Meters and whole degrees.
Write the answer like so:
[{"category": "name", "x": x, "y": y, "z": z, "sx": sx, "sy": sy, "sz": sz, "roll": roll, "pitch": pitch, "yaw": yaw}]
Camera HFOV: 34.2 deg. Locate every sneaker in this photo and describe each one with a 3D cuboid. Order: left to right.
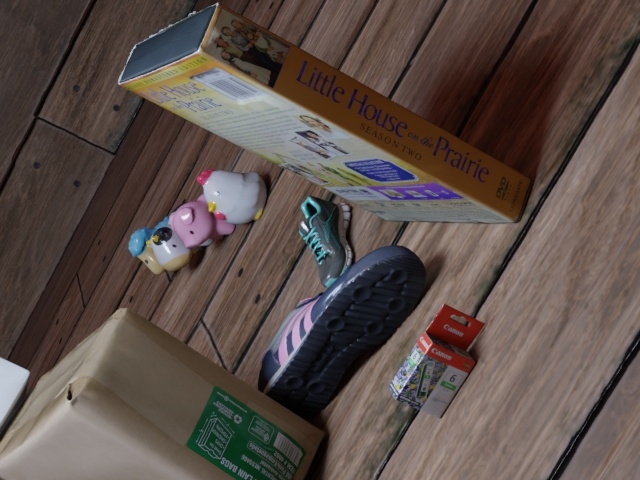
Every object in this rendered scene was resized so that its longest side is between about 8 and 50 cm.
[{"category": "sneaker", "x": 0.000, "y": 0.000, "z": 1.507, "sx": 0.065, "sy": 0.076, "sz": 0.166, "roll": -48, "pitch": 29, "yaw": 34}, {"category": "sneaker", "x": 0.012, "y": 0.096, "z": 1.348, "sx": 0.319, "sy": 0.112, "sz": 0.131, "roll": -49, "pitch": 31, "yaw": 28}]

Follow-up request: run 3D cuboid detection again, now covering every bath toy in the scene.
[{"category": "bath toy", "x": -0.235, "y": -0.039, "z": 1.952, "sx": 0.348, "sy": 0.129, "sz": 0.151, "roll": -30, "pitch": 41, "yaw": 50}]

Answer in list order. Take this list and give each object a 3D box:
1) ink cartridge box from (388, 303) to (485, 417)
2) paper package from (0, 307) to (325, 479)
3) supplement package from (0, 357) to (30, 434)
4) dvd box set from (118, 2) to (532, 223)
[{"category": "ink cartridge box", "x": 0.131, "y": 0.132, "z": 1.133, "sx": 0.115, "sy": 0.063, "sz": 0.029, "roll": -59, "pitch": 24, "yaw": 12}, {"category": "paper package", "x": -0.216, "y": 0.274, "z": 1.345, "sx": 0.309, "sy": 0.325, "sz": 0.168, "roll": -37, "pitch": 22, "yaw": 47}, {"category": "supplement package", "x": -0.514, "y": 0.260, "z": 1.482, "sx": 0.134, "sy": 0.139, "sz": 0.244, "roll": -66, "pitch": 5, "yaw": -35}, {"category": "dvd box set", "x": -0.004, "y": -0.130, "z": 1.224, "sx": 0.307, "sy": 0.420, "sz": 0.062, "roll": 2, "pitch": 69, "yaw": 65}]
